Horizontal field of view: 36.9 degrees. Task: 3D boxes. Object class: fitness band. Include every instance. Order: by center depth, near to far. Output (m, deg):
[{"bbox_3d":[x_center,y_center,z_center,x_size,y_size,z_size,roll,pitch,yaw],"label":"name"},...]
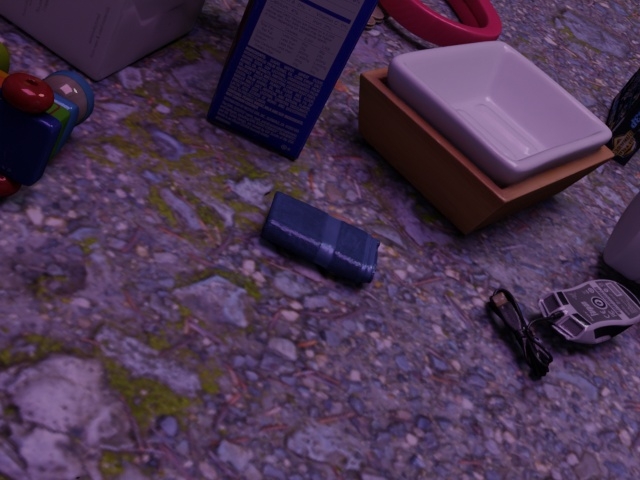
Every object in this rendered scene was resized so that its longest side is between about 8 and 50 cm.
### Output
[{"bbox_3d":[0.171,-0.386,1.507,0.208,0.054,0.291,11,38,-27],"label":"fitness band"}]

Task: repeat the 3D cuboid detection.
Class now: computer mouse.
[{"bbox_3d":[0.266,0.087,1.018,0.192,0.042,0.106,-6,44,-33],"label":"computer mouse"}]

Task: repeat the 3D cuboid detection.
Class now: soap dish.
[{"bbox_3d":[0.199,-0.131,1.166,0.229,0.118,0.290,45,38,20],"label":"soap dish"}]

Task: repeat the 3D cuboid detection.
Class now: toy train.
[{"bbox_3d":[-0.326,-0.149,0.833,0.248,0.105,0.143,28,25,-3],"label":"toy train"}]

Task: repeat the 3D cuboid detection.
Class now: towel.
[{"bbox_3d":[0.000,0.000,0.939,0.119,0.029,0.067,26,35,-8],"label":"towel"}]

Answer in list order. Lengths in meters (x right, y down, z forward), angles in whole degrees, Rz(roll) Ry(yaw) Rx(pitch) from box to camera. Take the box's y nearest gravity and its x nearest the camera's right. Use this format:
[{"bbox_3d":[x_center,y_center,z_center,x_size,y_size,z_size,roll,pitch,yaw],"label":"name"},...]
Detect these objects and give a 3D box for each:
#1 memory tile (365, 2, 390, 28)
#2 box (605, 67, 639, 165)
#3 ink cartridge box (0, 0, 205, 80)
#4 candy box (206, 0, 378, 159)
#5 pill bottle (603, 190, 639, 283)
[{"bbox_3d":[0.039,-0.349,1.408,0.113,0.012,0.148,36,35,7],"label":"memory tile"},{"bbox_3d":[0.508,-0.231,1.461,0.051,0.175,0.220,35,35,2],"label":"box"},{"bbox_3d":[-0.312,-0.345,1.057,0.353,0.119,0.207,36,37,6],"label":"ink cartridge box"},{"bbox_3d":[0.000,-0.296,1.050,0.122,0.317,0.268,23,36,-11],"label":"candy box"},{"bbox_3d":[0.490,0.045,1.124,0.283,0.160,0.160,32,35,3],"label":"pill bottle"}]
